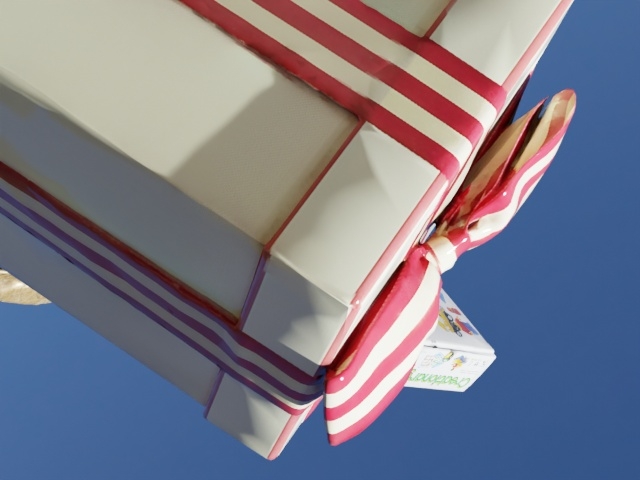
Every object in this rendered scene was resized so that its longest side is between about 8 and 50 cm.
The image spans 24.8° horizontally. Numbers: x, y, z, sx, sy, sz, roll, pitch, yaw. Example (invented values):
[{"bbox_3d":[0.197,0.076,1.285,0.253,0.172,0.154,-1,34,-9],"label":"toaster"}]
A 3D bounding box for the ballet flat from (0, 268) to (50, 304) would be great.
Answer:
[{"bbox_3d":[-0.255,-0.018,1.140,0.124,0.342,0.116,-22,-109,35],"label":"ballet flat"}]

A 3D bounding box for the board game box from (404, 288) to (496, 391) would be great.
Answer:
[{"bbox_3d":[0.000,0.000,1.247,0.053,0.193,0.305,-50,-123,19],"label":"board game box"}]

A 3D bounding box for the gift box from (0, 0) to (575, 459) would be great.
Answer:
[{"bbox_3d":[-0.024,-0.054,0.774,0.255,0.258,0.276,-54,173,-22],"label":"gift box"}]
